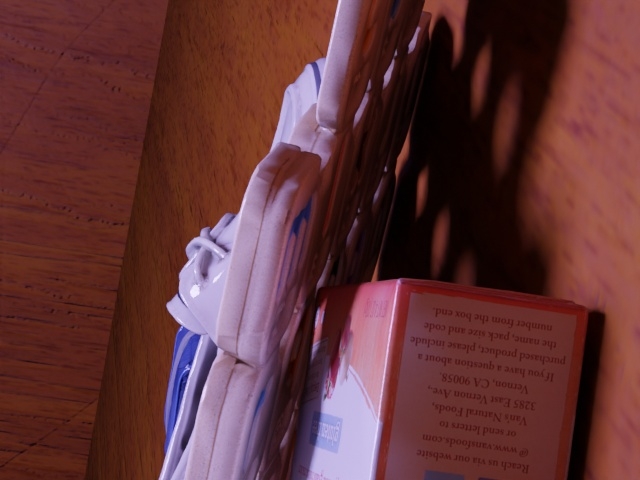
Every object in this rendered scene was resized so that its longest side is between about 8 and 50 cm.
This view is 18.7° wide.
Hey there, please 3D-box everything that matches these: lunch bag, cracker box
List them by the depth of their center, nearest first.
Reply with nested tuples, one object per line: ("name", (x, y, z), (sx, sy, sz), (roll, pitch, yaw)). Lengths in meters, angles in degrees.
("cracker box", (0.023, 0.132, 0.650), (0.156, 0.067, 0.232), (163, 115, -80))
("lunch bag", (-0.056, 0.098, 1.139), (0.065, 0.067, 0.098), (-101, 20, -64))

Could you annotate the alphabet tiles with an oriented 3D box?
("alphabet tiles", (0.000, 0.000, 0.782), (0.284, 0.021, 0.278), (-55, -21, -67))

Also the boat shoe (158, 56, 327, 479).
("boat shoe", (-0.036, 0.032, 1.018), (0.096, 0.088, 0.267), (-108, 28, -69))
